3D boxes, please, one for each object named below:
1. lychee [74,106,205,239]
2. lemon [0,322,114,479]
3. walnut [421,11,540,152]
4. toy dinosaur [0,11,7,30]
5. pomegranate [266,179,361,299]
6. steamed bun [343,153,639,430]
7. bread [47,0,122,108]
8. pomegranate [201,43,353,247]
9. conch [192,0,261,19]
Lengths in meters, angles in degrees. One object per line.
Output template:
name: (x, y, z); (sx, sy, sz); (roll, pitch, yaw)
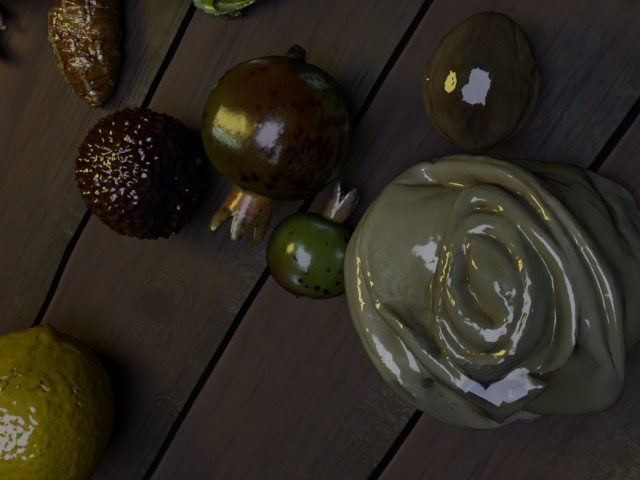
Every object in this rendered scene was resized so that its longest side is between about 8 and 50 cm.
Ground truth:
lychee: (-0.249, -0.093, 1.156); (0.188, 0.188, 0.188); (4, 102, 18)
lemon: (-0.427, 0.262, 1.245); (0.267, 0.267, 0.267); (4, 102, 18)
walnut: (0.190, -0.185, 1.005); (0.140, 0.140, 0.162); (-6, 92, 19)
toy dinosaur: (-0.535, -0.368, 1.270); (0.212, 0.057, 0.142); (36, 128, 29)
pomegranate: (-0.007, 0.000, 1.122); (0.129, 0.129, 0.159); (0, 76, 19)
steamed bun: (0.207, 0.067, 0.990); (0.368, 0.255, 0.342); (-6, 96, 18)
bread: (-0.333, -0.303, 1.195); (0.105, 0.076, 0.233); (7, 101, 15)
pomegranate: (-0.075, -0.122, 1.070); (0.246, 0.198, 0.198); (-40, 86, 3)
conch: (-0.099, -0.354, 1.106); (0.201, 0.079, 0.095); (-33, 102, 38)
